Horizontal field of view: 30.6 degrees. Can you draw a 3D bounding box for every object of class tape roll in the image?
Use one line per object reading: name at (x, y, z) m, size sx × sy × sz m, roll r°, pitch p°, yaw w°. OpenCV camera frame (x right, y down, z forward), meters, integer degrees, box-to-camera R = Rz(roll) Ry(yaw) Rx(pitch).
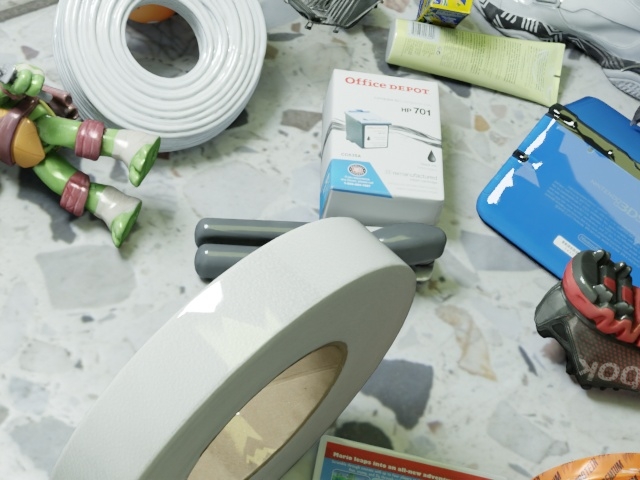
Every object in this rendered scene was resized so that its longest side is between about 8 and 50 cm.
tape roll at (-0.072, 0.147, 1.036) m, size 0.392 × 0.392 × 0.072 m, roll -36°, pitch 69°, yaw -30°

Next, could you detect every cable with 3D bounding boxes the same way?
cable at (-0.189, -0.237, 1.404) m, size 0.257 × 0.089 × 0.257 m, roll -3°, pitch 88°, yaw -22°

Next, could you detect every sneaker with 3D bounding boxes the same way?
sneaker at (0.376, -0.347, 1.579) m, size 0.366 × 0.210 × 0.137 m, roll 31°, pitch 55°, yaw 11°
sneaker at (0.354, 0.125, 1.315) m, size 0.276 × 0.135 × 0.098 m, roll 34°, pitch 40°, yaw -14°

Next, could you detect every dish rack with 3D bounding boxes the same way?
dish rack at (-0.036, -0.354, 1.490) m, size 0.208 × 0.074 × 0.271 m, roll 43°, pitch 16°, yaw 4°

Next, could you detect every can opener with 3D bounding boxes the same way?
can opener at (0.000, 0.000, 1.332) m, size 0.283 × 0.095 × 0.076 m, roll 3°, pitch 54°, yaw -9°

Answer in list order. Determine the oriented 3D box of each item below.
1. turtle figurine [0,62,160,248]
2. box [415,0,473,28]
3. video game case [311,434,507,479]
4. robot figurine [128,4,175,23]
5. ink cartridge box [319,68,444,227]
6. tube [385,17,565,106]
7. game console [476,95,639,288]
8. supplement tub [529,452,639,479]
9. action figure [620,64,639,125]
turtle figurine at (-0.330, -0.088, 1.274) m, size 0.266 × 0.275 × 0.198 m, roll 22°, pitch 88°, yaw 0°
box at (0.166, -0.319, 1.547) m, size 0.054 × 0.169 × 0.059 m, roll 12°, pitch 92°, yaw -3°
video game case at (0.073, 0.343, 1.147) m, size 0.204 × 0.025 × 0.285 m, roll 13°, pitch 54°, yaw -1°
robot figurine at (-0.206, -0.370, 1.535) m, size 0.158 × 0.128 × 0.219 m, roll 47°, pitch 55°, yaw -9°
ink cartridge box at (0.074, -0.109, 1.433) m, size 0.139 × 0.082 × 0.191 m, roll 6°, pitch 56°, yaw -7°
tube at (0.209, -0.243, 1.571) m, size 0.240 × 0.070 × 0.062 m, roll 10°, pitch 31°, yaw -5°
game console at (0.383, -0.033, 1.473) m, size 0.293 × 0.173 × 0.250 m, roll 39°, pitch 88°, yaw 17°
supplement tub at (0.287, 0.379, 1.051) m, size 0.207 × 0.207 × 0.338 m, roll 0°, pitch 55°, yaw -11°
action figure at (0.514, -0.168, 1.509) m, size 0.275 × 0.164 × 0.141 m, roll 39°, pitch 35°, yaw -5°
